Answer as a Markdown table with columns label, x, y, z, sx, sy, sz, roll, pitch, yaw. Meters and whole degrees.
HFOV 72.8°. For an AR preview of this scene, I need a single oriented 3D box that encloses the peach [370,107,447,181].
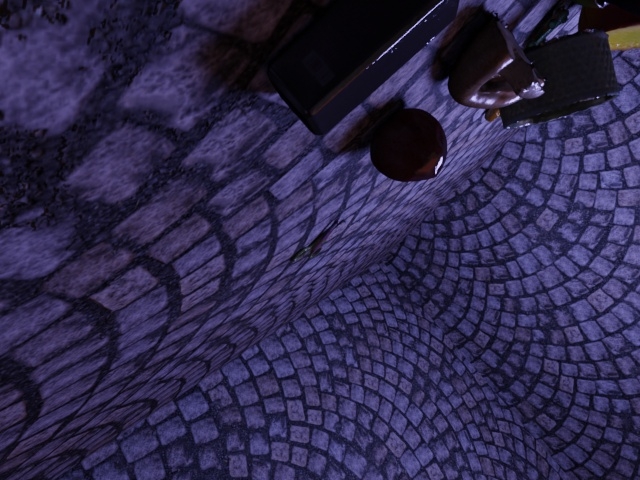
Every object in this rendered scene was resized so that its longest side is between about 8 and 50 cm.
| label | x | y | z | sx | sy | sz | roll | pitch | yaw |
| --- | --- | --- | --- | --- | --- | --- | --- | --- | --- |
| peach | 0.181 | -0.178 | 0.873 | 0.152 | 0.152 | 0.152 | -38 | 169 | -9 |

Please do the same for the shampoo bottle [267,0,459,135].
| label | x | y | z | sx | sy | sz | roll | pitch | yaw |
| --- | --- | --- | --- | --- | --- | --- | --- | --- | --- |
| shampoo bottle | 0.060 | -0.227 | 0.469 | 0.246 | 0.080 | 0.079 | -41 | 170 | 5 |

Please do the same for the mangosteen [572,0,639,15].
| label | x | y | z | sx | sy | sz | roll | pitch | yaw |
| --- | --- | --- | --- | --- | --- | --- | --- | --- | --- |
| mangosteen | 0.403 | -0.379 | 0.465 | 0.300 | 0.300 | 0.300 | -38 | 169 | -9 |

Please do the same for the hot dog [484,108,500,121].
| label | x | y | z | sx | sy | sz | roll | pitch | yaw |
| --- | --- | --- | --- | --- | --- | --- | --- | --- | --- |
| hot dog | 0.598 | -0.453 | 1.415 | 0.071 | 0.045 | 0.165 | -33 | 168 | -21 |

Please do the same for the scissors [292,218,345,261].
| label | x | y | z | sx | sy | sz | roll | pitch | yaw |
| --- | --- | --- | --- | --- | --- | --- | --- | --- | --- |
| scissors | 0.000 | 0.000 | 1.300 | 0.187 | 0.020 | 0.133 | -44 | 164 | 25 |

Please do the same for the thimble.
| label | x | y | z | sx | sy | sz | roll | pitch | yaw |
| --- | --- | --- | --- | --- | --- | --- | --- | --- | --- |
| thimble | 0.567 | -0.382 | 1.063 | 0.271 | 0.150 | 0.271 | -14 | -179 | 0 |

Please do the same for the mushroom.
| label | x | y | z | sx | sy | sz | roll | pitch | yaw |
| --- | --- | --- | --- | --- | --- | --- | --- | --- | --- |
| mushroom | 0.338 | -0.323 | 0.860 | 0.151 | 0.156 | 0.286 | -33 | 162 | 35 |

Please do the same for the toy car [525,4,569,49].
| label | x | y | z | sx | sy | sz | roll | pitch | yaw |
| --- | --- | --- | --- | --- | --- | --- | --- | --- | --- |
| toy car | 0.550 | -0.512 | 1.062 | 0.059 | 0.035 | 0.122 | -34 | 176 | -27 |

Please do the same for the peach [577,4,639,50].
| label | x | y | z | sx | sy | sz | roll | pitch | yaw |
| --- | --- | --- | --- | --- | --- | --- | --- | --- | --- |
| peach | 0.764 | -0.564 | 1.036 | 0.245 | 0.249 | 0.275 | -62 | 172 | 2 |
